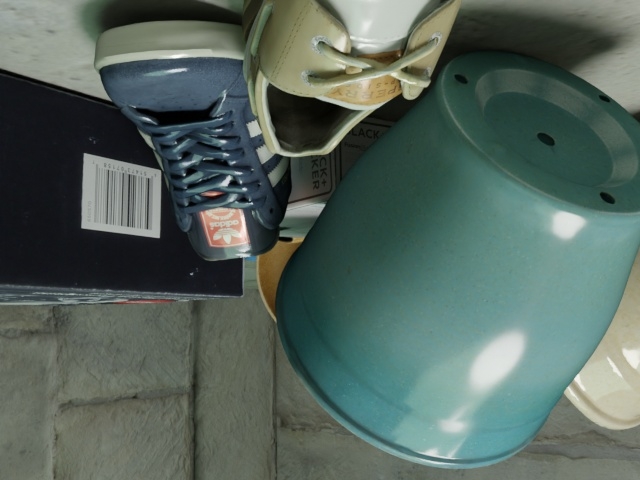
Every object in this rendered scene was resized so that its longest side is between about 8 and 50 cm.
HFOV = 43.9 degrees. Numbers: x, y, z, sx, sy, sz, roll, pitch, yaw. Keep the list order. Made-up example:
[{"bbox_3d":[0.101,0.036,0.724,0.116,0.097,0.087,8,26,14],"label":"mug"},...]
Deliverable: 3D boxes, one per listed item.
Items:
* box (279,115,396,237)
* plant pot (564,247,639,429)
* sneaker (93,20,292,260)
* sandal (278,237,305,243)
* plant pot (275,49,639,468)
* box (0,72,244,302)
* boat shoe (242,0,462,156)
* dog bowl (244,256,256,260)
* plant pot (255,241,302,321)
[{"bbox_3d":[-0.006,-0.064,0.915,0.169,0.087,0.290,4,171,-37],"label":"box"},{"bbox_3d":[0.418,0.011,0.828,0.305,0.333,0.334,-22,161,41],"label":"plant pot"},{"bbox_3d":[-0.084,-0.062,0.660,0.131,0.148,0.350,-2,172,9],"label":"sneaker"},{"bbox_3d":[-0.053,-0.031,1.115,0.219,0.060,0.090,19,152,-26],"label":"sandal"},{"bbox_3d":[0.130,0.002,0.643,0.272,0.271,0.255,2,138,-24],"label":"plant pot"},{"bbox_3d":[-0.303,-0.025,0.819,0.313,0.178,0.343,-4,172,35],"label":"box"},{"bbox_3d":[0.025,-0.119,0.404,0.113,0.103,0.302,0,173,-13],"label":"boat shoe"},{"bbox_3d":[0.000,0.000,1.510,0.297,0.074,0.166,3,172,-27],"label":"dog bowl"},{"bbox_3d":[0.057,0.033,1.307,0.237,0.237,0.254,-5,-175,26],"label":"plant pot"}]
